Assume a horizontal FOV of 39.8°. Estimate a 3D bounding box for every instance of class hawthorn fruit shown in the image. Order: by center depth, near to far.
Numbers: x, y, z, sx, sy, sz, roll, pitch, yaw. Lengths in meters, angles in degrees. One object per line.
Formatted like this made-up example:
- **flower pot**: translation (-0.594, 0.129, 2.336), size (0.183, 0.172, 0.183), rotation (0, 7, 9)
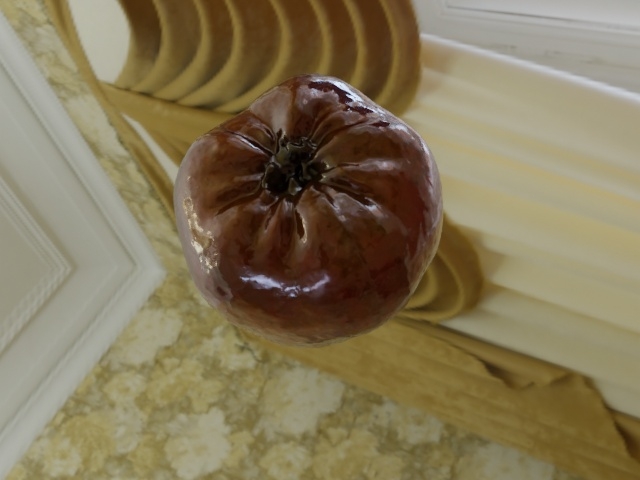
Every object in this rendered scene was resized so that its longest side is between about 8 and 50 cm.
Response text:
- **hawthorn fruit**: translation (0.003, -0.008, 0.413), size (0.140, 0.125, 0.125), rotation (41, -113, -34)
